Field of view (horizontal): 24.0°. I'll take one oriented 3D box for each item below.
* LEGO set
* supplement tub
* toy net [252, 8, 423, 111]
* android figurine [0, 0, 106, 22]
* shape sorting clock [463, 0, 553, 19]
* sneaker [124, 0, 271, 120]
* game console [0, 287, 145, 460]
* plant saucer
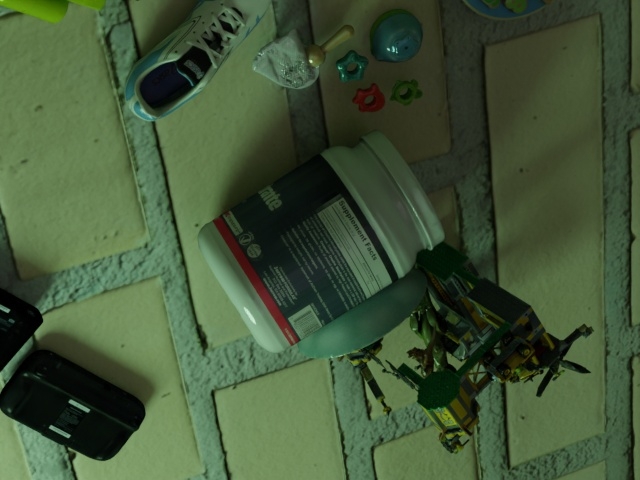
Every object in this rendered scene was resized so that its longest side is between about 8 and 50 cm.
[{"bbox_3d":[0.184,0.157,2.030,0.255,0.331,0.192,-49,131,-16],"label":"LEGO set"},{"bbox_3d":[0.000,0.000,1.905,0.272,0.191,0.191,-32,127,-3],"label":"supplement tub"},{"bbox_3d":[0.020,-0.220,1.874,0.232,0.045,0.122,-6,123,-19],"label":"toy net"},{"bbox_3d":[-0.271,-0.347,1.616,0.272,0.056,0.248,11,122,-46],"label":"android figurine"},{"bbox_3d":[0.254,-0.371,1.883,0.206,0.040,0.206,-11,123,-17],"label":"shape sorting clock"},{"bbox_3d":[-0.135,-0.231,1.770,0.237,0.086,0.085,-46,125,6],"label":"sneaker"},{"bbox_3d":[-0.391,0.195,1.947,0.361,0.044,0.213,35,103,-35],"label":"game console"},{"bbox_3d":[0.046,0.081,1.982,0.195,0.195,0.037,-32,112,-3],"label":"plant saucer"}]
